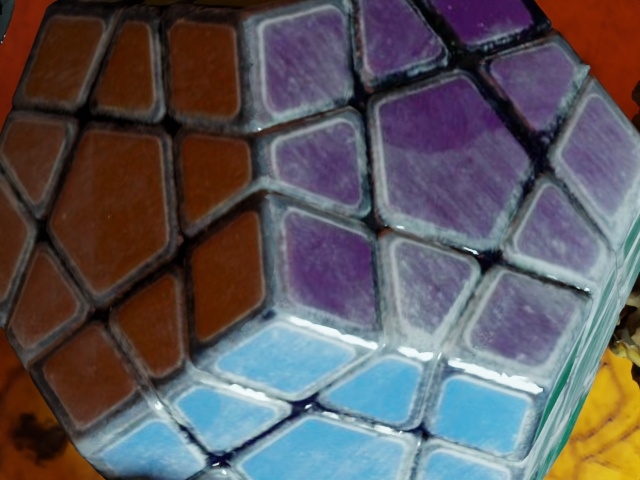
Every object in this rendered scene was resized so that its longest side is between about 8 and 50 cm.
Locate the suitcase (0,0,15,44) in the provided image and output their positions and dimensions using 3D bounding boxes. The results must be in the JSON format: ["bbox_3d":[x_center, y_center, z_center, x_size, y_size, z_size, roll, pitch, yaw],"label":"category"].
[{"bbox_3d":[-0.268,-0.166,0.772,0.339,0.345,0.188,23,63,-23],"label":"suitcase"}]

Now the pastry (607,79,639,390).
[{"bbox_3d":[0.256,-0.008,1.020,0.193,0.275,0.275,37,64,-18],"label":"pastry"}]

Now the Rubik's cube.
[{"bbox_3d":[0.000,0.000,0.897,0.319,0.319,0.264,18,43,-19],"label":"Rubik's cube"}]
